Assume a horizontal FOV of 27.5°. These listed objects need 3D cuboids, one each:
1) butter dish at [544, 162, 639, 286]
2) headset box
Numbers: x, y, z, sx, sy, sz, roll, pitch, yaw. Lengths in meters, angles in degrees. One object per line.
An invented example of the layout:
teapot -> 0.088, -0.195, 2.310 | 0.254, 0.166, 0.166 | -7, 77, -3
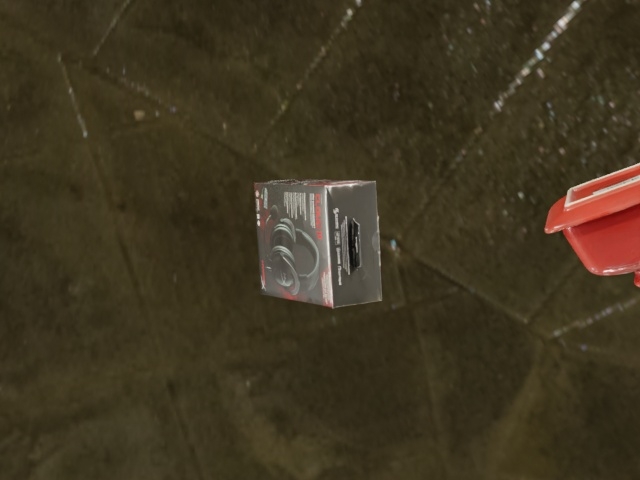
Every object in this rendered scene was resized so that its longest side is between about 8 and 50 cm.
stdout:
butter dish -> 0.323, -0.009, 1.347 | 0.160, 0.160, 0.118 | -20, 96, 16
headset box -> 0.000, 0.000, 0.676 | 0.032, 0.083, 0.062 | -7, 98, -30
